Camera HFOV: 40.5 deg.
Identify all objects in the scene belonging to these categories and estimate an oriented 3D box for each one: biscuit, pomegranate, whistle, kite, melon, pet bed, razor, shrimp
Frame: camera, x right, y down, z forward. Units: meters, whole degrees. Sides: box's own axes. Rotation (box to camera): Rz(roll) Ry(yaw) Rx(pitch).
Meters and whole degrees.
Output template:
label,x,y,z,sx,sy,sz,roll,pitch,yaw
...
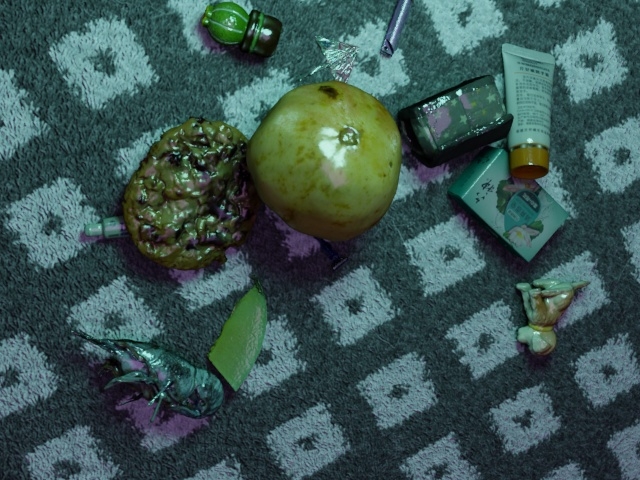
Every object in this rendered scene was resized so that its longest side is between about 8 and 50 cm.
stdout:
label,x,y,z,sx,sy,sz,roll,pitch,yaw
biscuit,-0.257,-0.092,1.844,0.289,0.081,0.334,24,92,-24
pomegranate,-0.002,-0.160,1.805,0.342,0.342,0.342,-3,102,-13
whistle,0.175,-0.492,1.906,0.033,0.033,0.176,19,97,-17
kite,0.020,-0.388,1.903,0.157,0.011,0.139,-28,105,-7
melon,-0.180,0.205,1.972,0.114,0.053,0.261,19,93,1
pet bed,0.296,-0.252,1.912,0.211,0.183,0.159,-26,100,-9
razor,-0.001,-0.001,1.969,0.044,0.028,0.154,-41,109,-3
shrimp,-0.371,0.300,1.870,0.372,0.172,0.137,20,102,-24

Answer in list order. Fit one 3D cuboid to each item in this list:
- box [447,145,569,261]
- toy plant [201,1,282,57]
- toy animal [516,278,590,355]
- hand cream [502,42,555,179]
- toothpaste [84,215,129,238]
label,x,y,z,sx,sy,sz,roll,pitch,yaw
box,0.437,-0.085,2.026,0.245,0.092,0.153,40,90,-19
toy plant,-0.166,-0.441,1.803,0.162,0.093,0.093,15,98,-12
toy animal,0.572,0.190,2.114,0.184,0.104,0.185,-5,99,-12
hand cream,0.465,-0.298,1.954,0.140,0.089,0.314,12,72,-15
toothpaste,-0.377,-0.037,1.868,0.255,0.037,0.067,-7,102,-17
